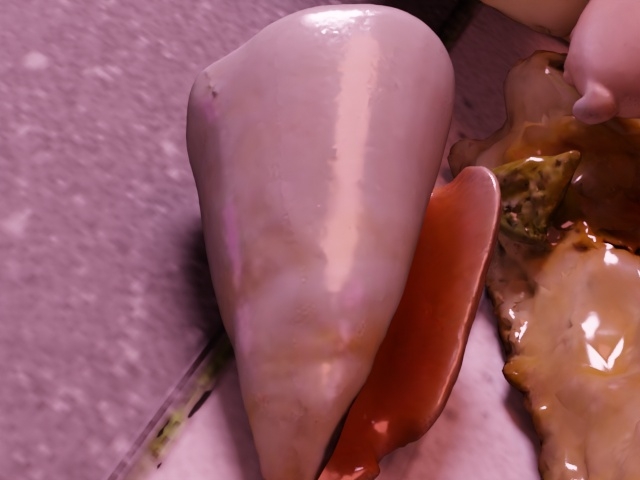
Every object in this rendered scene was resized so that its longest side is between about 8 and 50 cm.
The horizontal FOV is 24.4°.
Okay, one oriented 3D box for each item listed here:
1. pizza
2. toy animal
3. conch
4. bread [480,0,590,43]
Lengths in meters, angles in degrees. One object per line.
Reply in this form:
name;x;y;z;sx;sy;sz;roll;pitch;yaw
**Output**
pizza;0.209;0.074;0.555;0.435;0.080;0.392;-6;52;-46
toy animal;0.150;-0.055;0.543;0.082;0.114;0.091;42;45;-48
conch;0.011;-0.003;0.469;0.104;0.094;0.176;61;12;-51
bread;0.107;-0.211;0.695;0.173;0.121;0.311;32;35;-7
